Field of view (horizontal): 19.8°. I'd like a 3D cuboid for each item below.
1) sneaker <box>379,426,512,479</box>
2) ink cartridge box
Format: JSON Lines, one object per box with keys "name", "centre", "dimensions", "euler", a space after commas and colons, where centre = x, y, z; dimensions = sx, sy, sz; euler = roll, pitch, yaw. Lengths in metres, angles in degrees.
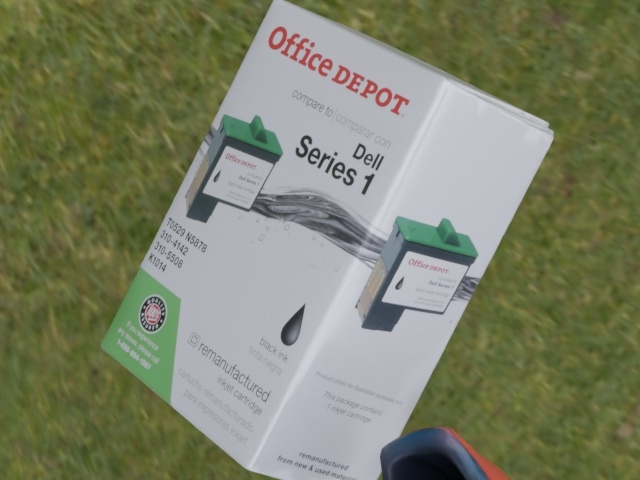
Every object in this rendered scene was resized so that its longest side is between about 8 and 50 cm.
{"name": "sneaker", "centre": [0.005, 0.210, 0.780], "dimensions": [0.131, 0.350, 0.148], "euler": [-29, 103, 37]}
{"name": "ink cartridge box", "centre": [0.000, 0.000, 0.969], "dimensions": [0.092, 0.160, 0.219], "euler": [22, 97, -42]}
